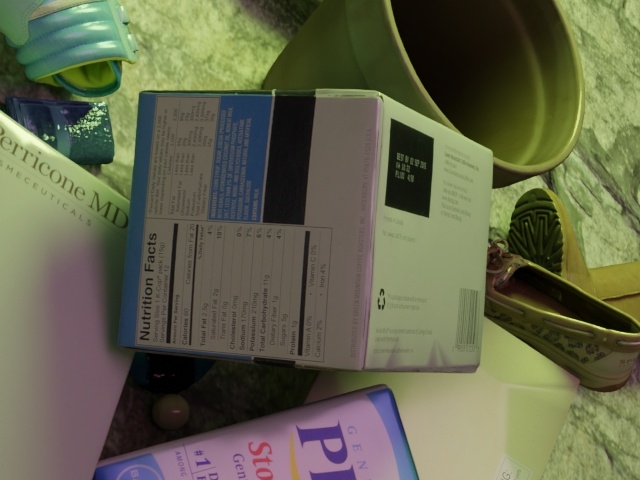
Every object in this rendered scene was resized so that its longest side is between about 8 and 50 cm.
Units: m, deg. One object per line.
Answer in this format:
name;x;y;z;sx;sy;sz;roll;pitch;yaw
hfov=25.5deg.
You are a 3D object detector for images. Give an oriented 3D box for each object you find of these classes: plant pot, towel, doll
plant pot;0.089;-0.181;1.603;0.323;0.280;0.323;21;58;-38
towel;-0.260;-0.109;1.410;0.119;0.029;0.067;0;73;-45
doll;-0.151;0.096;1.411;0.129;0.046;0.189;11;64;-40

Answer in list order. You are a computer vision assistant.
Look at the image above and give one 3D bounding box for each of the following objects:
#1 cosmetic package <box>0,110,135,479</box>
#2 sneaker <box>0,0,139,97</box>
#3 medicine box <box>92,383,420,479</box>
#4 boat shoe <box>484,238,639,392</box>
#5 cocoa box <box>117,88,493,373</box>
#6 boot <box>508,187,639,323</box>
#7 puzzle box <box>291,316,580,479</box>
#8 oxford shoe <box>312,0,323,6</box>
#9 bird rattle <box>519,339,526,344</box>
cosmetic package;-0.306;0.136;1.157;0.230;0.161;0.453;36;49;-28
sneaker;-0.237;-0.265;1.448;0.208;0.127;0.319;62;37;-18
medicine box;-0.050;0.296;1.272;0.289;0.149;0.263;-13;80;-20
boat shoe;0.241;0.060;1.618;0.285;0.089;0.104;31;43;16
cocoa box;0.000;0.000;1.294;0.347;0.228;0.231;12;82;-68
boot;0.378;0.045;1.937;0.269;0.089;0.236;-2;84;-45
puzzle box;0.085;0.242;1.472;0.272;0.052;0.409;34;59;-8
oxford shoe;0.084;-0.334;1.730;0.449;0.130;0.169;28;60;-22
bird rattle;0.155;0.115;1.686;0.254;0.143;0.207;-11;68;-34
